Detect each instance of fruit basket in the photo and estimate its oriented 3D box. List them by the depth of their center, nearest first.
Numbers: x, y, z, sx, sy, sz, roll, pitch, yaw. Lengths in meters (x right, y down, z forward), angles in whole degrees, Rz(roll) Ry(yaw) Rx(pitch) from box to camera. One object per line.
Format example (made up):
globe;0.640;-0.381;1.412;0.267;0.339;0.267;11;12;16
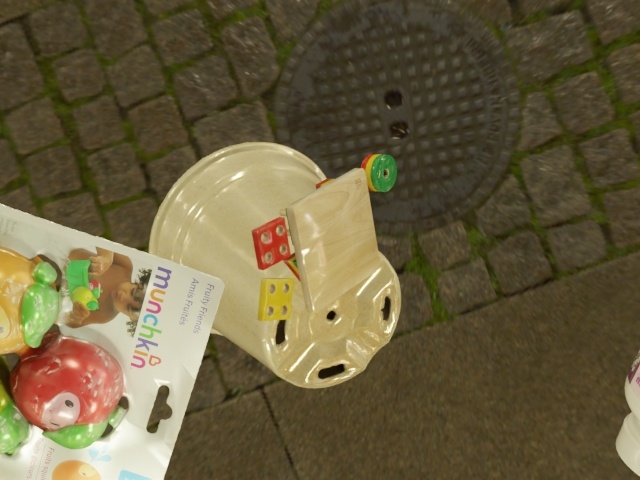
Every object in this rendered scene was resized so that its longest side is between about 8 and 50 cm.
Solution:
fruit basket;-0.309;0.129;1.010;0.353;0.165;0.327;21;113;2

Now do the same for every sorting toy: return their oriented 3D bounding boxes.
sorting toy;0.000;0.000;1.159;0.046;0.274;0.132;8;118;39

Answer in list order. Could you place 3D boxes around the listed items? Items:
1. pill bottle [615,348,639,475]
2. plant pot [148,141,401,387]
pill bottle;0.476;0.155;1.211;0.169;0.169;0.301;18;113;3
plant pot;-0.048;0.056;1.487;0.334;0.305;0.333;-13;118;-26
